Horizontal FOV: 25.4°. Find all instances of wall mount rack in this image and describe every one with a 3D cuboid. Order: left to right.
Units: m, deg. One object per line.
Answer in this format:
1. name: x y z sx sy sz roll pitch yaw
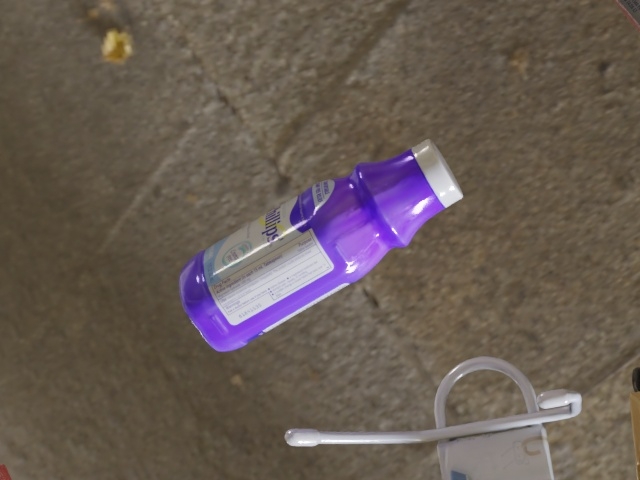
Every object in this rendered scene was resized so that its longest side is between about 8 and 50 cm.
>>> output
1. wall mount rack: 0.136 0.285 1.455 0.304 0.130 0.350 -11 70 7

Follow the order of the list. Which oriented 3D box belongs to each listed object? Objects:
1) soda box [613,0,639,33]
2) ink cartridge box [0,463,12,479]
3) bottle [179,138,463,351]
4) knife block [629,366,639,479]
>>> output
1. soda box: 0.368 -0.153 1.260 0.092 0.083 0.263 -39 78 13
2. ink cartridge box: -0.390 0.360 1.648 0.067 0.115 0.198 -45 61 26
3. bottle: 0.000 0.000 1.371 0.283 0.118 0.092 -30 111 10
4. knife block: 0.464 0.264 1.966 0.242 0.276 0.088 14 121 54
